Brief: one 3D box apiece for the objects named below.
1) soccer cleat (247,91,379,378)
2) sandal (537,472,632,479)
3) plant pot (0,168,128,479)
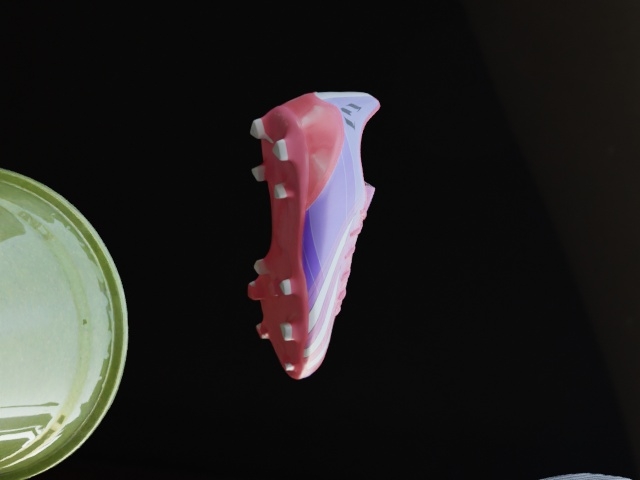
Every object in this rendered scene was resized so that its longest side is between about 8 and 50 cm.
[{"bbox_3d":[0.000,0.000,1.346,0.083,0.095,0.248,48,-33,48],"label":"soccer cleat"},{"bbox_3d":[0.123,0.209,1.131,0.169,0.416,0.102,-11,-97,4],"label":"sandal"},{"bbox_3d":[-0.319,0.080,1.392,0.276,0.254,0.276,1,-86,11],"label":"plant pot"}]
